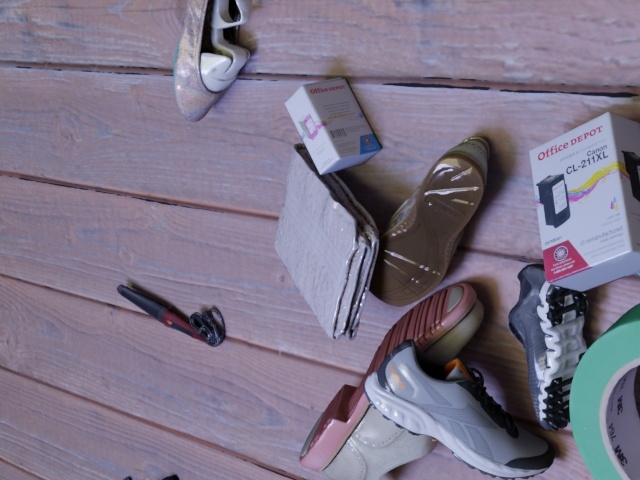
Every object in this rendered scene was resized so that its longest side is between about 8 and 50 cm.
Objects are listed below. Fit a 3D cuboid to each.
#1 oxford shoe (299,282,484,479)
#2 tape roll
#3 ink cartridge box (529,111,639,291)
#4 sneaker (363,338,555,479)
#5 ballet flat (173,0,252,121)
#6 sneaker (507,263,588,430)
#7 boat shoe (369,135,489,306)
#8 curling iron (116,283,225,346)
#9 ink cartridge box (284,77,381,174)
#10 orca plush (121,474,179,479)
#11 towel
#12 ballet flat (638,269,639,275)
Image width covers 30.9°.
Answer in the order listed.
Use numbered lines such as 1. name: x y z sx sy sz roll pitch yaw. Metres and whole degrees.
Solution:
1. oxford shoe: 0.128 0.218 1.654 0.146 0.140 0.397 35 125 -4
2. tape roll: 0.440 0.216 1.305 0.321 0.077 0.321 23 127 33
3. ink cartridge box: 0.321 -0.044 1.356 0.127 0.072 0.175 -27 59 46
4. sneaker: 0.194 0.223 1.514 0.272 0.100 0.108 28 108 -9
5. ballet flat: -0.158 -0.324 1.782 0.106 0.107 0.316 21 117 32
6. sneaker: 0.289 0.129 1.483 0.106 0.078 0.234 38 139 56
7. boat shoe: 0.152 -0.019 1.579 0.105 0.089 0.285 35 131 2
8. curling iron: -0.266 0.124 2.058 0.274 0.035 0.068 19 110 40
9. ink cartridge box: 0.017 -0.165 1.657 0.052 0.088 0.122 -37 74 47
10. orca plush: -0.350 0.534 2.244 0.287 0.102 0.151 -43 25 32
11. towel: 0.000 0.000 1.684 0.282 0.049 0.187 -127 43 -52
12. ballet flat: 0.450 0.042 1.296 0.203 0.074 0.074 29 121 29
